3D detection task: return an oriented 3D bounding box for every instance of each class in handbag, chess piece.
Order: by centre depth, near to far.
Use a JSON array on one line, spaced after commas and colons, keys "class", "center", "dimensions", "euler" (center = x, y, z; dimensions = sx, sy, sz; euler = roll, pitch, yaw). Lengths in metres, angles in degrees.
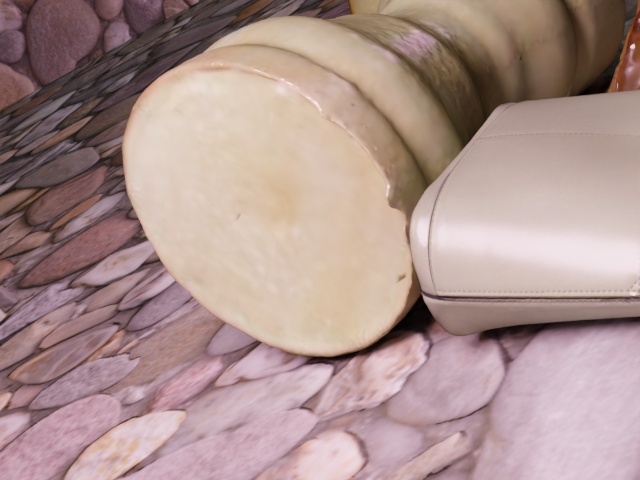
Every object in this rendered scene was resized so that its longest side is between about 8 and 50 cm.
[{"class": "handbag", "center": [0.226, -0.022, 0.901], "dimensions": [0.315, 0.109, 0.241], "euler": [-2, 30, 32]}, {"class": "chess piece", "center": [0.074, -0.111, 1.159], "dimensions": [0.234, 0.234, 0.442], "euler": [-15, 17, 41]}]

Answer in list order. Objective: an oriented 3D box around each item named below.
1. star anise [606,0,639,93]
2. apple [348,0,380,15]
[{"class": "star anise", "center": [0.306, -0.190, 1.018], "dimensions": [0.292, 0.109, 0.349], "euler": [-30, -11, -12]}, {"class": "apple", "center": [0.164, -0.358, 1.705], "dimensions": [0.346, 0.254, 0.179], "euler": [-49, 41, 30]}]
